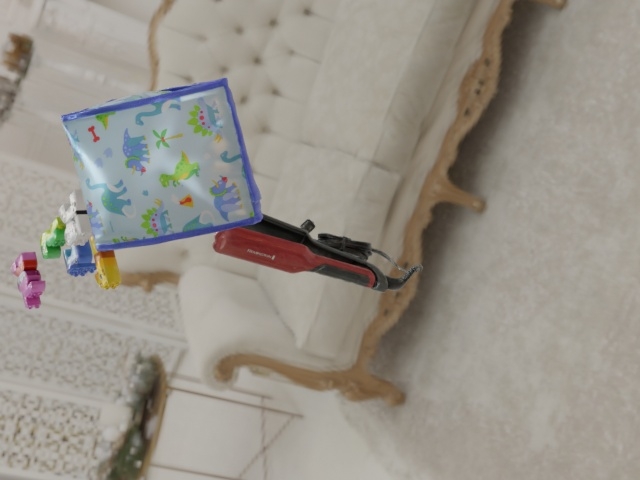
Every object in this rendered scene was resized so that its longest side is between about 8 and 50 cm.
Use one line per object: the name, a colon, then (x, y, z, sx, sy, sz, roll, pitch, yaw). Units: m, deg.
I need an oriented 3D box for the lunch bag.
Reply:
lunch bag: (-0.130, -0.068, 0.840, 0.151, 0.096, 0.128, -7, 105, 26)

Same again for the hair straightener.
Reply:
hair straightener: (0.000, 0.000, 1.038, 0.089, 0.231, 0.047, -92, 18, -51)

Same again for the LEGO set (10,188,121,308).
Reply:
LEGO set: (-0.303, 0.027, 1.215, 0.227, 0.087, 0.093, -37, 65, 46)
